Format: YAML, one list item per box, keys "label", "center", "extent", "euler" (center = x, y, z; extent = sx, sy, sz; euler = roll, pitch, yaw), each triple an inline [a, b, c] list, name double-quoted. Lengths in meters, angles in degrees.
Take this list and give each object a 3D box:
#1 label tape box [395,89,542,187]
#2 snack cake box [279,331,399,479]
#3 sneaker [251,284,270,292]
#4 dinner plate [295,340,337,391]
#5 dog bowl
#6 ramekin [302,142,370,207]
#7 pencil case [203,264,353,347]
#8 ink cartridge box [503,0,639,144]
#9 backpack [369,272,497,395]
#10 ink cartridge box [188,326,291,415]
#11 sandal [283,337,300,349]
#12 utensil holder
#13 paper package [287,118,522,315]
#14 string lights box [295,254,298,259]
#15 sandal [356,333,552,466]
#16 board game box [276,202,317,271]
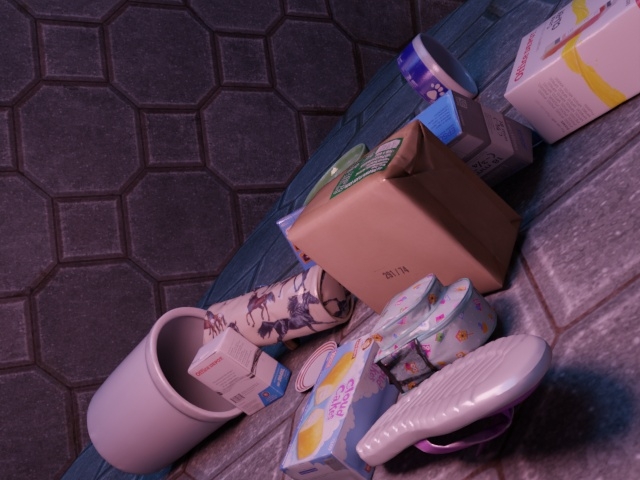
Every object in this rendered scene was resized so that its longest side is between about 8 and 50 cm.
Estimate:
- label: "label tape box"
  center: [0.302, -0.157, 1.313]
  extent: [0.241, 0.334, 0.105]
  euler: [-36, 54, 42]
- label: "snack cake box"
  center: [0.048, 0.300, 1.119]
  extent: [0.152, 0.089, 0.264]
  euler: [-36, 19, 43]
- label: "sneaker"
  center: [-0.086, 0.164, 1.753]
  extent: [0.087, 0.221, 0.083]
  euler: [-33, -51, -80]
- label: "dinner plate"
  center: [-0.006, 0.293, 1.454]
  extent: [0.141, 0.017, 0.141]
  euler: [-44, 14, 14]
- label: "dog bowl"
  center: [0.371, -0.526, 1.997]
  extent: [0.104, 0.265, 0.265]
  euler: [-43, 15, 30]
- label: "ramekin"
  center: [0.094, -0.165, 2.110]
  extent: [0.303, 0.148, 0.303]
  euler: [-45, 14, 14]
- label: "pencil case"
  center: [-0.106, 0.178, 1.595]
  extent: [0.410, 0.159, 0.183]
  euler: [-22, 14, 29]
- label: "ink cartridge box"
  center: [0.578, -0.402, 1.245]
  extent: [0.385, 0.160, 0.279]
  euler: [-34, 20, 45]
- label: "backpack"
  center: [0.184, 0.139, 1.025]
  extent: [0.188, 0.144, 0.166]
  euler: [-29, 7, 31]
- label: "ink cartridge box"
  center: [-0.201, 0.326, 1.562]
  extent: [0.148, 0.203, 0.086]
  euler: [-37, 20, 36]
- label: "sandal"
  center: [-0.118, 0.250, 1.767]
  extent: [0.079, 0.088, 0.240]
  euler: [-45, 20, 8]
- label: "utensil holder"
  center: [-0.412, 0.418, 1.727]
  extent: [0.385, 0.328, 0.327]
  euler: [-42, 15, 30]
- label: "paper package"
  center: [0.153, -0.016, 1.189]
  extent: [0.325, 0.309, 0.168]
  euler: [-29, 27, 52]
- label: "string lights box"
  center: [0.046, -0.025, 1.853]
  extent: [0.260, 0.076, 0.133]
  euler: [-29, 10, -11]
- label: "sandal"
  center: [0.190, 0.238, 0.860]
  extent: [0.169, 0.102, 0.416]
  euler: [-40, -6, -33]
- label: "board game box"
  center: [0.000, 0.000, 1.737]
  extent: [0.160, 0.211, 0.039]
  euler: [-29, 14, 1]
